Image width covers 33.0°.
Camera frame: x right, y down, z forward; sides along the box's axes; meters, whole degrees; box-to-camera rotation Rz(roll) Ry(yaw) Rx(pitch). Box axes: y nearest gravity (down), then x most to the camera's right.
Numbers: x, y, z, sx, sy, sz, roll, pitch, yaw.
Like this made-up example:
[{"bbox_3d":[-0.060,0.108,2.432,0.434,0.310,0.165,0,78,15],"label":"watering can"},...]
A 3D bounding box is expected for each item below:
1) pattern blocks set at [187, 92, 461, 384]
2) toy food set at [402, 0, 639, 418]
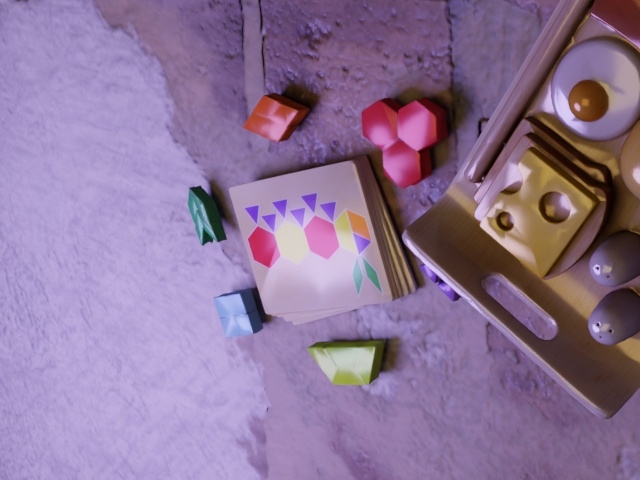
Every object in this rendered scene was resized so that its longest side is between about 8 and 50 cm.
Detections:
[{"bbox_3d":[0.000,0.000,1.023,0.324,0.026,0.286,1,107,40],"label":"pattern blocks set"},{"bbox_3d":[0.201,-0.045,0.763,0.219,0.092,0.306,42,128,19],"label":"toy food set"}]
